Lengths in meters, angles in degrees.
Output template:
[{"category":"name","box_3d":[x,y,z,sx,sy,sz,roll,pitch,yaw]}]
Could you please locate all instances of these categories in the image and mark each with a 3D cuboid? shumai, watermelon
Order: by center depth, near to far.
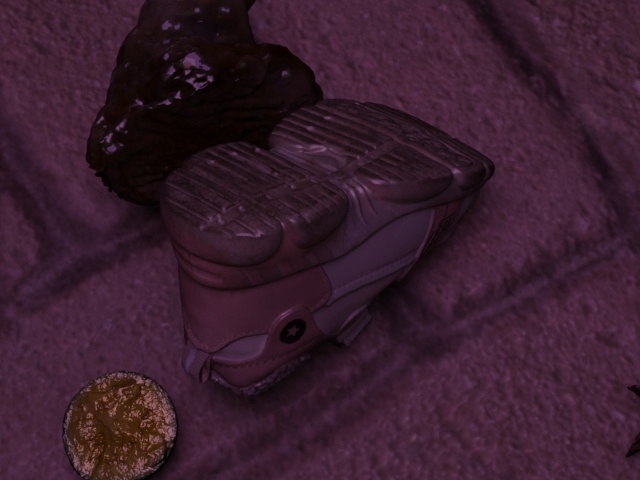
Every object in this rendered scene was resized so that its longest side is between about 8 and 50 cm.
[{"category":"watermelon","box_3d":[-0.176,0.172,1.140,0.105,0.062,0.105,-2,74,7]},{"category":"shumai","box_3d":[-0.130,-0.145,1.224,0.218,0.184,0.185,-35,50,1]}]

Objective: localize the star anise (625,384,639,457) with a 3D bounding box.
[{"category":"star anise","box_3d":[0.333,0.135,1.117,0.124,0.056,0.129,7,83,5]}]

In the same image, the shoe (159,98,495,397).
[{"category":"shoe","box_3d":[-0.001,-0.002,1.147,0.351,0.198,0.172,-18,41,-38]}]
